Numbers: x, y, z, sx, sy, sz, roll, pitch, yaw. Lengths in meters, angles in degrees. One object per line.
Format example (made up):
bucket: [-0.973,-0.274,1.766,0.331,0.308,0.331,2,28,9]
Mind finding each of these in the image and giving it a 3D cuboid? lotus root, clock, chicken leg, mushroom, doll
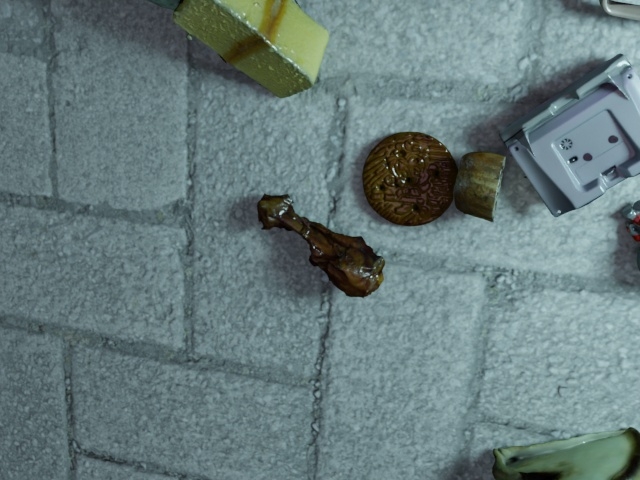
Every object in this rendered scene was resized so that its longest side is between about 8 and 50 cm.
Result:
lotus root: [0.294,-0.098,1.165,0.081,0.112,0.122,9,77,23]
clock: [0.464,-0.177,1.107,0.253,0.083,0.186,-34,95,21]
chicken leg: [0.000,0.000,1.296,0.304,0.093,0.113,37,94,11]
mushroom: [0.482,0.496,1.226,0.292,0.217,0.212,-5,108,16]
doll: [0.599,0.013,1.133,0.094,0.079,0.180,-30,83,36]

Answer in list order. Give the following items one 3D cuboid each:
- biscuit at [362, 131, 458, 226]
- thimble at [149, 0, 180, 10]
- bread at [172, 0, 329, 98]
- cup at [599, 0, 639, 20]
biscuit: [0.173,-0.117,1.237,0.187,0.027,0.188,4,106,15]
thimble: [-0.305,-0.526,1.165,0.211,0.149,0.185,-6,85,24]
bread: [-0.116,-0.382,1.159,0.266,0.142,0.178,31,102,-28]
cup: [0.503,-0.473,0.945,0.273,0.208,0.288,-1,104,15]
